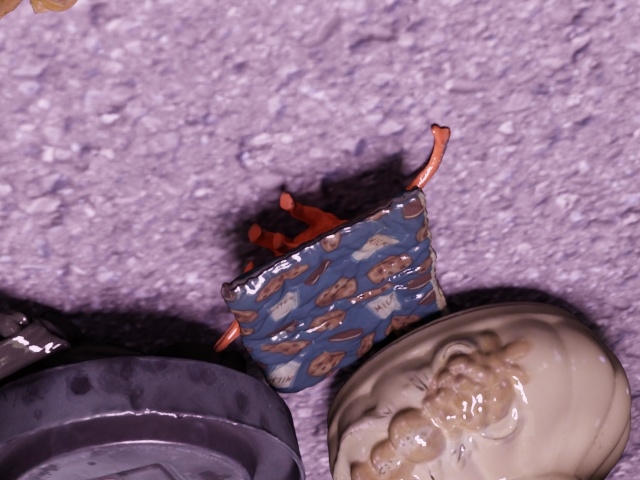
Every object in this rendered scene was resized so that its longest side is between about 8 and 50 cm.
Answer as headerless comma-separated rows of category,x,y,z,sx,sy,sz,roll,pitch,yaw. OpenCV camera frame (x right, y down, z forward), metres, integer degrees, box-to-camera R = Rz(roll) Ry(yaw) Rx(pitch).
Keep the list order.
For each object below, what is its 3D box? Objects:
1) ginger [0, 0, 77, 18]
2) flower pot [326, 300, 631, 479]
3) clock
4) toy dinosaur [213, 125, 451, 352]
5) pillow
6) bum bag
ginger,-0.236,-0.188,0.942,0.214,0.059,0.133,-29,141,-4
flower pot,0.171,0.229,1.327,0.307,0.244,0.307,-14,142,-11
clock,-0.172,0.206,1.268,0.318,0.066,0.319,-5,146,-3
toy dinosaur,-0.002,-0.005,1.209,0.101,0.055,0.279,21,125,-44
pillow,0.019,0.054,1.234,0.189,0.034,0.255,-25,152,-3
bum bag,-0.195,0.121,1.267,0.326,0.080,0.142,18,134,-34
